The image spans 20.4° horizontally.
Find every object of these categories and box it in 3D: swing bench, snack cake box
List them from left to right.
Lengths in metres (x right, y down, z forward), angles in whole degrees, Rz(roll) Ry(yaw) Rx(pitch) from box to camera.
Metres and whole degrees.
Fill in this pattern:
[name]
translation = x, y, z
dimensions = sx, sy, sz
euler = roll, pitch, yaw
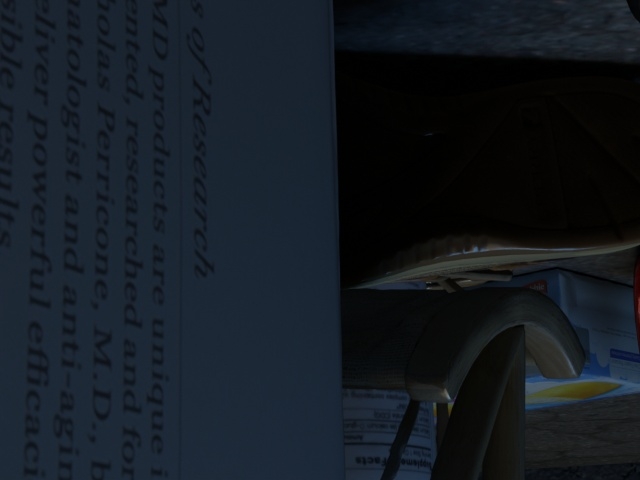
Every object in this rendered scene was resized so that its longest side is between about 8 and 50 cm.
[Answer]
[swing bench]
translation = -0.040, 0.128, 0.787
dimensions = 0.253, 0.254, 0.165
euler = -2, 156, 27
[snack cake box]
translation = 0.139, 0.098, 1.534
dimensions = 0.264, 0.089, 0.152
euler = -14, 163, 39

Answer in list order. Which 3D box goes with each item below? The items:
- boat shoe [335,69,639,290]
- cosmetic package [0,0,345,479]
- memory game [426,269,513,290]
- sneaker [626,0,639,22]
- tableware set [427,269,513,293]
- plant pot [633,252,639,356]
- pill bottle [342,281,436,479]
[boat shoe]
translation = 0.019, -0.026, 0.942
dimensions = 0.342, 0.123, 0.123
euler = -4, 168, -14
[cosmetic package]
translation = -0.215, 0.003, 0.565
dimensions = 0.329, 0.327, 0.394
euler = -8, 165, 23
[memory game]
translation = 0.058, 0.033, 1.355
dimensions = 0.186, 0.012, 0.186
euler = -7, 174, -1
[sneaker]
translation = 0.112, -0.111, 0.585
dimensions = 0.079, 0.121, 0.217
euler = -2, 167, 2
[tableware set]
translation = 0.000, 0.000, 1.041
dimensions = 0.194, 0.039, 0.128
euler = 4, -153, -31
[plant pot]
translation = 0.334, 0.085, 1.323
dimensions = 0.174, 0.191, 0.191
euler = -12, 166, 3
[pill bottle]
translation = -0.005, 0.118, 1.172
dimensions = 0.160, 0.283, 0.160
euler = -2, 167, 0
